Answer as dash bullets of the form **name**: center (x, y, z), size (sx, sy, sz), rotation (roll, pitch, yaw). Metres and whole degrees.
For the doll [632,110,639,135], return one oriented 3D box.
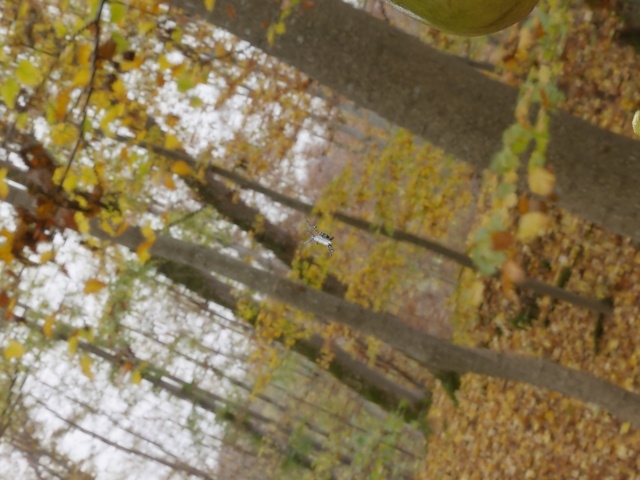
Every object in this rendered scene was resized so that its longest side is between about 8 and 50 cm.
- **doll**: center (0.503, -0.131, 1.090), size (0.296, 0.141, 0.117), rotation (-157, 72, -77)

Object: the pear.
- **pear**: center (0.217, -0.459, 1.416), size (0.253, 0.307, 0.253), rotation (18, -90, -83)

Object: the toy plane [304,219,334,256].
- **toy plane**: center (0.001, -0.002, 1.412), size (0.024, 0.078, 0.084), rotation (-44, 21, -21)
